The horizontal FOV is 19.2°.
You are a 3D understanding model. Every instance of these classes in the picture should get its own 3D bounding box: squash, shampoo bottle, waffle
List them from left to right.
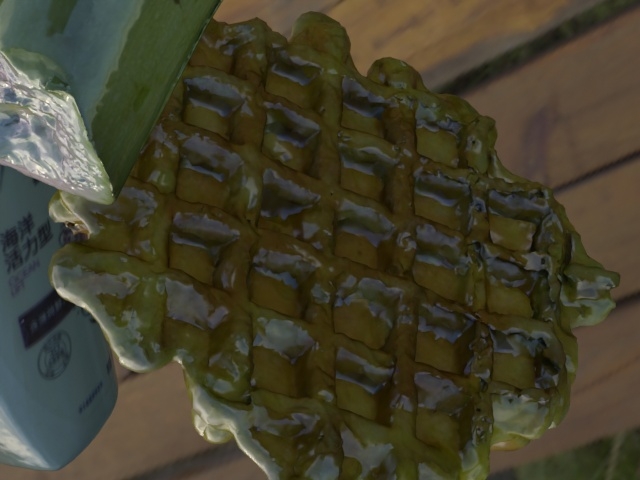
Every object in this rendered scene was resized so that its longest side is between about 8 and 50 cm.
[{"bbox_3d":[-0.196,-0.016,1.132,0.078,0.134,0.359,10,131,19],"label":"shampoo bottle"},{"bbox_3d":[-0.031,-0.131,0.588,0.083,0.250,0.083,28,165,8],"label":"squash"},{"bbox_3d":[0.000,0.000,0.776,0.238,0.243,0.059,55,136,12],"label":"waffle"}]
